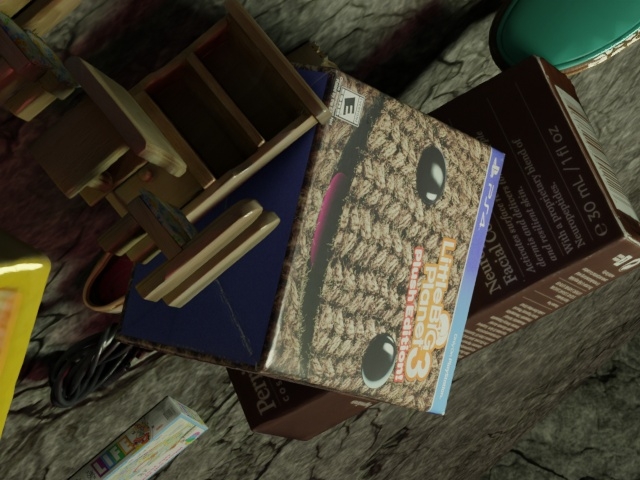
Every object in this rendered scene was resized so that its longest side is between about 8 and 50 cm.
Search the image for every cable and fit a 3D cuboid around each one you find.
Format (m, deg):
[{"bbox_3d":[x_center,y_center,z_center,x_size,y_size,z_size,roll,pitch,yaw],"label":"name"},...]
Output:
[{"bbox_3d":[-0.175,0.100,1.782,0.150,0.047,0.184,-26,175,-1],"label":"cable"}]

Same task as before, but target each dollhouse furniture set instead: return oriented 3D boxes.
[{"bbox_3d":[-0.099,-0.088,1.323,0.161,0.212,0.242,-40,173,2],"label":"dollhouse furniture set"}]

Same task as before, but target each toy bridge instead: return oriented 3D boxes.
[{"bbox_3d":[-0.004,-0.116,1.720,0.063,0.026,0.188,-35,159,-16],"label":"toy bridge"}]

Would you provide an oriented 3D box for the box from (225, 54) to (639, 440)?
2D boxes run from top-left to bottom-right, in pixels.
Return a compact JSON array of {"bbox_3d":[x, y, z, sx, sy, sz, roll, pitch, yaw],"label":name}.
[{"bbox_3d":[0.084,0.012,1.792,0.381,0.191,0.143,-30,162,16],"label":"box"}]

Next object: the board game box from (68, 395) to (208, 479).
[{"bbox_3d":[-0.200,0.234,2.139,0.154,0.026,0.103,-40,161,0],"label":"board game box"}]

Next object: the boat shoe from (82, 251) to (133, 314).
[{"bbox_3d":[-0.138,0.006,1.688,0.170,0.063,0.059,-47,166,22],"label":"boat shoe"}]

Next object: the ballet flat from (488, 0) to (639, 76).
[{"bbox_3d":[0.296,-0.269,1.849,0.342,0.116,0.124,-45,180,4],"label":"ballet flat"}]

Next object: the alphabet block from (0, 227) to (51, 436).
[{"bbox_3d":[-0.313,0.059,1.199,0.193,0.197,0.192,-13,127,-55],"label":"alphabet block"}]

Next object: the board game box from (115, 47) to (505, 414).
[{"bbox_3d":[0.000,0.000,1.586,0.291,0.141,0.232,18,84,-58],"label":"board game box"}]
